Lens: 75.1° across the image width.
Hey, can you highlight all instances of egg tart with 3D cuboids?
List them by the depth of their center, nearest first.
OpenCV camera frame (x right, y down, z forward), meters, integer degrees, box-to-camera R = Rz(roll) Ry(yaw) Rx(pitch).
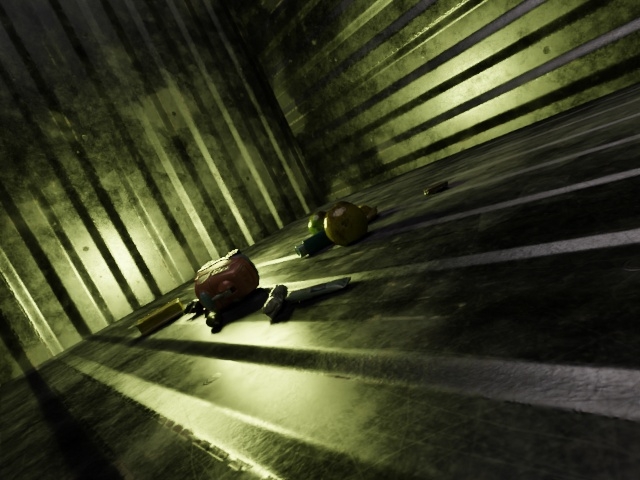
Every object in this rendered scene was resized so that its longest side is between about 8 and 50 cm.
[{"bbox_3d":[0.177,-0.122,2.203,0.278,0.095,0.279,-26,10,5],"label":"egg tart"}]

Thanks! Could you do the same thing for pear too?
[{"bbox_3d":[0.108,-0.081,1.840,0.197,0.198,0.197,-25,8,4],"label":"pear"}]

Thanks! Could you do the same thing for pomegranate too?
[{"bbox_3d":[0.012,-0.110,2.346,0.156,0.156,0.220,-33,-14,-40],"label":"pomegranate"}]

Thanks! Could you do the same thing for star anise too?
[{"bbox_3d":[-0.546,0.291,1.943,0.204,0.061,0.181,-25,8,6],"label":"star anise"}]

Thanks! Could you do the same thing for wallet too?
[{"bbox_3d":[0.565,-0.257,2.053,0.117,0.039,0.153,-23,5,10],"label":"wallet"}]

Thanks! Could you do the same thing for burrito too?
[{"bbox_3d":[-0.144,0.190,1.363,0.064,0.064,0.203,-24,10,10],"label":"burrito"}]

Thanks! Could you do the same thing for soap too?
[{"bbox_3d":[-0.802,0.385,2.095,0.233,0.076,0.135,-29,9,-15],"label":"soap"}]

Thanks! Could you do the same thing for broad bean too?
[{"bbox_3d":[-0.399,0.288,1.556,0.070,0.048,0.213,-28,8,-19],"label":"broad bean"}]

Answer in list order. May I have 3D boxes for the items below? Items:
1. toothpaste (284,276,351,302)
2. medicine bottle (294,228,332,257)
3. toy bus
[{"bbox_3d":[-0.014,0.154,1.275,0.233,0.038,0.060,-19,14,27],"label":"toothpaste"},{"bbox_3d":[0.001,-0.001,2.031,0.258,0.079,0.124,-29,12,-18],"label":"medicine bottle"},{"bbox_3d":[-0.406,0.191,1.778,0.287,0.194,0.232,-23,21,14],"label":"toy bus"}]
